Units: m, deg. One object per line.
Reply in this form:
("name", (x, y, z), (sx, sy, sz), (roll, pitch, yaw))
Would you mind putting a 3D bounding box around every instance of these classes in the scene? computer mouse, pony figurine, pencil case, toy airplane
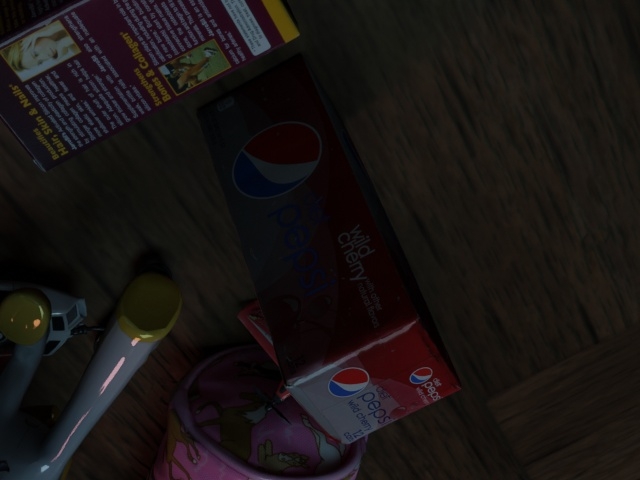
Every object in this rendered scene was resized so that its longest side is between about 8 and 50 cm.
("computer mouse", (-0.212, 0.053, 1.057), (0.193, 0.042, 0.106), (2, 142, -27))
("pony figurine", (-0.241, 0.216, 0.975), (0.302, 0.351, 0.363), (28, 140, -2))
("pencil case", (-0.076, 0.266, 1.231), (0.167, 0.160, 0.386), (-30, 147, -42))
("toy airplane", (0.009, 0.082, 1.121), (0.151, 0.151, 0.028), (-19, 151, -2))

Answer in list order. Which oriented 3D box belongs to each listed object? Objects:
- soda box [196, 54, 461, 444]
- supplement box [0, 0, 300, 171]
("soda box", (0.000, 0.000, 0.927), (0.092, 0.263, 0.083), (-27, 137, 6))
("supplement box", (-0.123, -0.140, 0.878), (0.188, 0.081, 0.104), (-27, 136, 5))
